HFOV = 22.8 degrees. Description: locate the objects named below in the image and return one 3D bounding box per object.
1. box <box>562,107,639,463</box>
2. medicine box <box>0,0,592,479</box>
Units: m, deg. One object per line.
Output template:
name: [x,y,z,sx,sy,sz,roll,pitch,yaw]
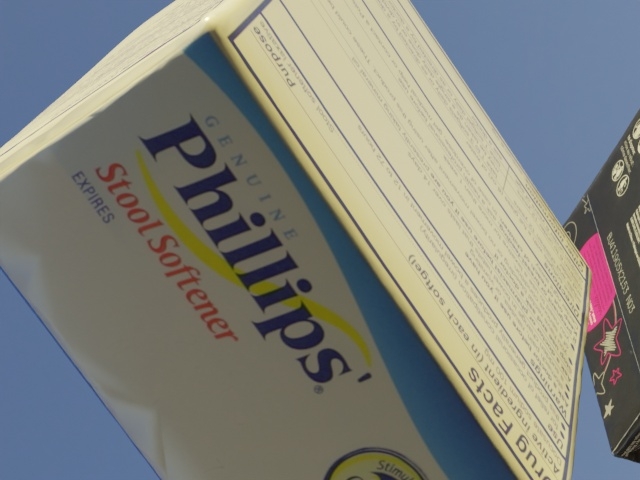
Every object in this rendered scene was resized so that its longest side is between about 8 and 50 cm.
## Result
box: [0.283,0.033,1.128,0.142,0.163,0.247,18,-146,-17]
medicine box: [0.000,0.000,0.783,0.263,0.149,0.289,55,-157,-12]
